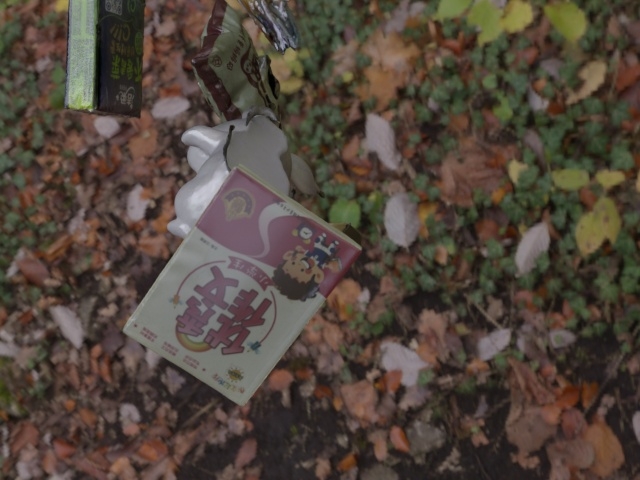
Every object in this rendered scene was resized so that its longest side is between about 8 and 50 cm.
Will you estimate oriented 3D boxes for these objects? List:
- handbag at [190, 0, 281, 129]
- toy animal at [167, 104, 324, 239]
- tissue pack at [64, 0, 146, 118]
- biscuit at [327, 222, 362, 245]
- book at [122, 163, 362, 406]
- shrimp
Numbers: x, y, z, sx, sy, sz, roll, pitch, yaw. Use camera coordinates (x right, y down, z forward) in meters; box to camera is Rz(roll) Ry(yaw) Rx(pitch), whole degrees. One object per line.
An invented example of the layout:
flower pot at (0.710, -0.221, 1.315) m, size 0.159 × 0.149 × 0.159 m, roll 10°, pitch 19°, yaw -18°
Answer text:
handbag at (-0.140, -0.275, 1.648) m, size 0.127 × 0.235 × 0.213 m, roll -20°, pitch 38°, yaw 18°
toy animal at (-0.099, -0.084, 1.355) m, size 0.154 × 0.208 × 0.325 m, roll -45°, pitch -3°, yaw 32°
tissue pack at (-0.369, -0.334, 1.660) m, size 0.073 × 0.173 × 0.236 m, roll 5°, pitch 94°, yaw 17°
biscuit at (0.000, 0.000, 1.571) m, size 0.188 × 0.052 × 0.056 m, roll 1°, pitch 60°, yaw 59°
book at (-0.086, 0.053, 1.034) m, size 0.232 × 0.162 × 0.022 m, roll -53°, pitch 8°, yaw 16°
shrimp at (-0.100, -0.397, 1.310) m, size 0.062 × 0.164 × 0.317 m, roll -20°, pitch 70°, yaw -25°
